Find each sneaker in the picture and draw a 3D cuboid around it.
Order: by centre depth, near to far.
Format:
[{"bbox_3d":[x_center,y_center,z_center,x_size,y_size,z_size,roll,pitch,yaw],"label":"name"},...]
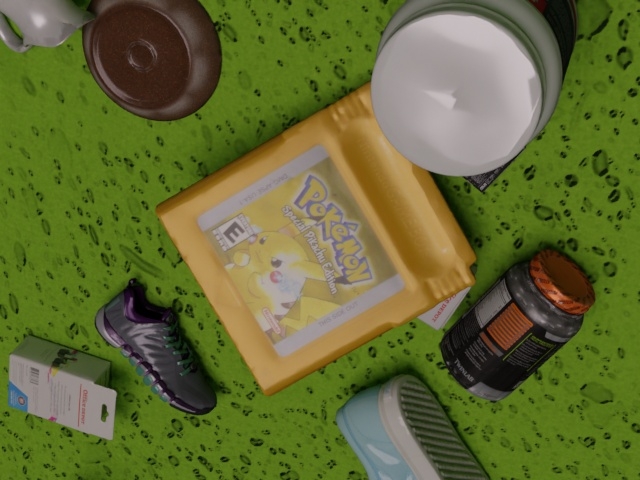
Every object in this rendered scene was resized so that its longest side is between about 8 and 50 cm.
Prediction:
[{"bbox_3d":[0.145,0.360,1.559,0.150,0.135,0.366,-21,99,35],"label":"sneaker"},{"bbox_3d":[-0.224,0.158,1.598,0.223,0.083,0.098,42,117,-5],"label":"sneaker"}]

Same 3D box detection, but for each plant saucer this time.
[{"bbox_3d":[-0.225,-0.242,1.415,0.198,0.036,0.199,8,118,15],"label":"plant saucer"}]

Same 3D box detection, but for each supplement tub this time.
[{"bbox_3d":[0.167,-0.197,1.164,0.191,0.272,0.191,8,119,14],"label":"supplement tub"},{"bbox_3d":[0.250,0.106,1.386,0.117,0.117,0.190,39,122,-3],"label":"supplement tub"}]

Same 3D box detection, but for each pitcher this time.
[{"bbox_3d":[-0.401,-0.338,1.385,0.177,0.125,0.207,-9,121,45],"label":"pitcher"}]

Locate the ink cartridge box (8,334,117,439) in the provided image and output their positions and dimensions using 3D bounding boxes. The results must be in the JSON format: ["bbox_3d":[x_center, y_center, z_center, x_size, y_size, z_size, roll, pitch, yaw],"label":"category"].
[{"bbox_3d":[-0.388,0.228,1.700,0.181,0.061,0.104,17,121,10],"label":"ink cartridge box"}]

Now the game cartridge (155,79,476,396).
[{"bbox_3d":[0.000,0.000,1.372,0.323,0.053,0.285,-30,96,10],"label":"game cartridge"}]

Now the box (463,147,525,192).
[{"bbox_3d":[0.201,-0.109,1.347,0.067,0.018,0.083,38,122,-3],"label":"box"}]

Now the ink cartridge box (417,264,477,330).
[{"bbox_3d":[0.130,0.046,1.433,0.122,0.052,0.089,33,122,2],"label":"ink cartridge box"}]
